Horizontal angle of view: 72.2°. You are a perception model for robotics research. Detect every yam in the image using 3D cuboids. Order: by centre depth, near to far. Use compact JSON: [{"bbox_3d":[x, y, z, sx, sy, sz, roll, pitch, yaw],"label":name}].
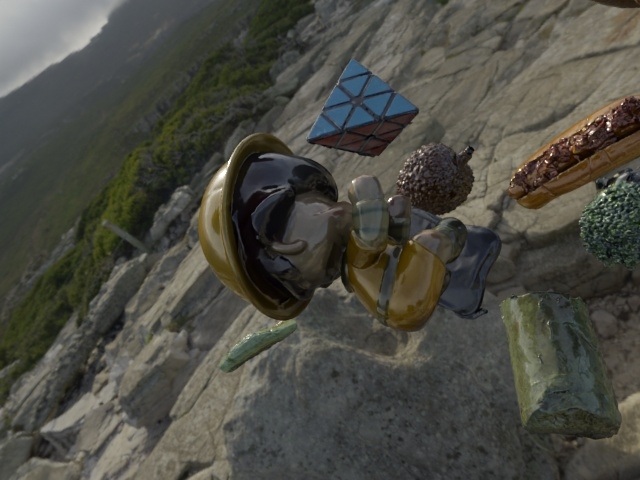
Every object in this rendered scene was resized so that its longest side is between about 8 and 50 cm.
[{"bbox_3d":[0.510,0.265,0.951,0.195,0.195,0.300,-19,55,31],"label":"yam"}]

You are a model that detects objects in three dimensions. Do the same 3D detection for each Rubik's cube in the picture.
[{"bbox_3d":[0.081,-0.272,0.899,0.211,0.190,0.178,-9,77,10],"label":"Rubik's cube"}]

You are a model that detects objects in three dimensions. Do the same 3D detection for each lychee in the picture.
[{"bbox_3d":[0.307,-0.161,1.152,0.238,0.200,0.200,-39,26,40],"label":"lychee"}]

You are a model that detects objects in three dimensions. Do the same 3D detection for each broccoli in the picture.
[{"bbox_3d":[0.736,-0.053,0.976,0.263,0.243,0.247,-48,45,36],"label":"broccoli"}]

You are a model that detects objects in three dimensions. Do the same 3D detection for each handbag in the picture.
[{"bbox_3d":[0.232,0.033,0.971,0.332,0.075,0.192,22,96,39],"label":"handbag"}]

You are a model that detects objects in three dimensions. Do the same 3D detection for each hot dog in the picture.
[{"bbox_3d":[0.394,-0.136,0.662,0.249,0.076,0.102,-35,40,42],"label":"hot dog"}]

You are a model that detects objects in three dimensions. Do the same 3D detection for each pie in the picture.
[{"bbox_3d":[-0.162,0.273,1.162,0.240,0.054,0.240,-31,-11,-7],"label":"pie"}]

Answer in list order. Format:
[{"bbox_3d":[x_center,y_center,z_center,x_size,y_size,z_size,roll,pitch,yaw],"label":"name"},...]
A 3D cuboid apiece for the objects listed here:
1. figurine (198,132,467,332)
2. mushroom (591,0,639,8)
[{"bbox_3d":[-0.002,0.004,0.431,0.256,0.192,0.167,26,82,25],"label":"figurine"},{"bbox_3d":[0.333,-0.371,0.441,0.239,0.345,0.345,-47,32,-12],"label":"mushroom"}]
